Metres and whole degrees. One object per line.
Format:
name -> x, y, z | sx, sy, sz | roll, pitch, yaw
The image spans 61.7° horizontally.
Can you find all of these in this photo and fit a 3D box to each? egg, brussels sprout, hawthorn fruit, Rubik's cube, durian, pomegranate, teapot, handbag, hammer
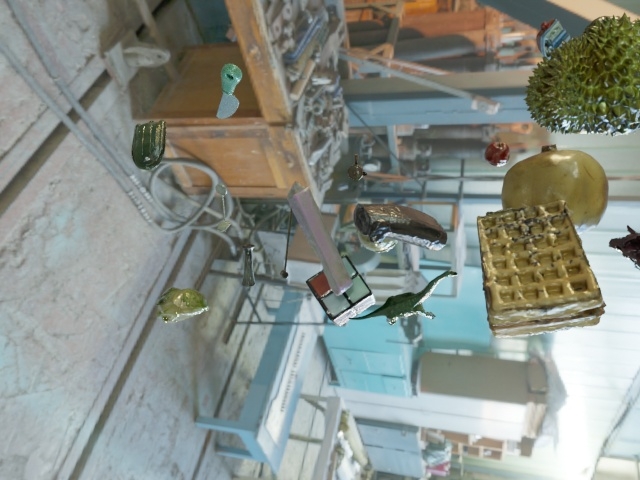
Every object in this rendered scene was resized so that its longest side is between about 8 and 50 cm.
egg -> 0.224, -0.033, 2.067 | 0.201, 0.164, 0.164 | -6, 98, -64
brussels sprout -> -0.379, 0.175, 1.471 | 0.181, 0.139, 0.100 | 85, 2, -76
hawthorn fruit -> 0.620, -0.306, 1.871 | 0.093, 0.093, 0.093 | 2, 90, -73
Rubik's cube -> 0.076, 0.183, 1.924 | 0.180, 0.183, 0.167 | 58, -1, 19
durian -> 0.569, -0.312, 1.080 | 0.224, 0.291, 0.291 | 67, 11, 16
pomegranate -> 0.732, -0.145, 1.708 | 0.332, 0.333, 0.332 | 2, 90, -73
teapot -> 0.160, -0.310, 2.270 | 0.080, 0.085, 0.110 | -43, 137, -74
handbag -> 0.633, 0.070, 0.925 | 0.074, 0.216, 0.203 | -53, -160, 19
hammer -> -0.128, 0.003, 2.111 | 0.058, 0.029, 0.292 | -163, -101, -75

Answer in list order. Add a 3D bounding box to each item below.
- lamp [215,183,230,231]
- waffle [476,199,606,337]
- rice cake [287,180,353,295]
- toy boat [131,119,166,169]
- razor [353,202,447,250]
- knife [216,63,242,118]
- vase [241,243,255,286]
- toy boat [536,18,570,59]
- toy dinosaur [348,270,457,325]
lamp -> -0.391, -0.130, 2.115 | 0.056, 0.050, 0.198 | -49, 147, -46
waffle -> 0.540, 0.059, 1.355 | 0.376, 0.261, 0.114 | -77, 148, -48
rice cake -> 0.001, 0.000, 1.698 | 0.070, 0.064, 0.399 | -37, 112, -31
toy boat -> -0.521, -0.296, 1.629 | 0.052, 0.104, 0.210 | 86, -5, -54
razor -> 0.284, -0.055, 1.897 | 0.107, 0.327, 0.189 | -69, -152, 25
knife -> -0.257, -0.408, 1.515 | 0.260, 0.063, 0.034 | 128, -15, -67
vase -> -0.294, 0.100, 2.186 | 0.059, 0.059, 0.167 | -37, 131, -68
toy boat -> 0.584, -0.494, 1.338 | 0.069, 0.059, 0.173 | -49, 158, 15
toy dinosaur -> 0.252, 0.200, 1.721 | 0.301, 0.447, 0.087 | 34, 44, -58
